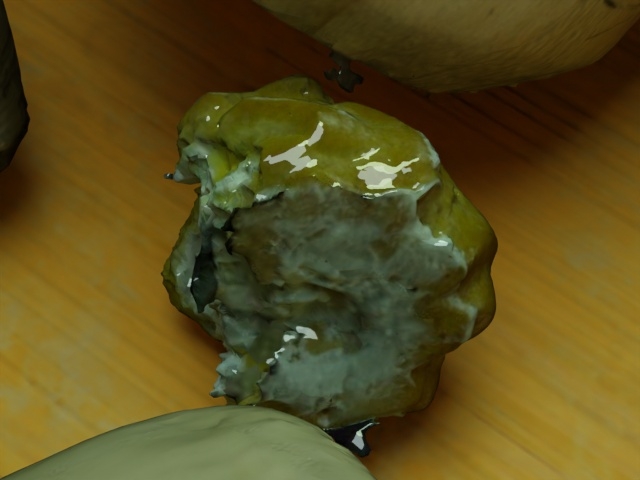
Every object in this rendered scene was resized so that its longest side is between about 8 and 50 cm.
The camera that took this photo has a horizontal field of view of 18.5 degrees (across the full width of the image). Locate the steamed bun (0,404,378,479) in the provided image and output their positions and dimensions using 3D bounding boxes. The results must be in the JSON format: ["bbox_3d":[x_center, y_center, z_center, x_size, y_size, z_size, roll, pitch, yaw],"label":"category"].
[{"bbox_3d":[-0.069,0.238,0.490,0.371,0.290,0.456,-25,34,-13],"label":"steamed bun"}]

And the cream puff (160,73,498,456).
[{"bbox_3d":[0.000,-0.001,0.806,0.121,0.156,0.156,-15,54,-13],"label":"cream puff"}]

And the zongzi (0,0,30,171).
[{"bbox_3d":[-0.423,-0.171,0.899,0.467,0.218,0.500,-20,55,-11],"label":"zongzi"}]

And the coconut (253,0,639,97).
[{"bbox_3d":[0.049,-0.294,0.820,0.404,0.404,0.404,-2,54,2],"label":"coconut"}]
